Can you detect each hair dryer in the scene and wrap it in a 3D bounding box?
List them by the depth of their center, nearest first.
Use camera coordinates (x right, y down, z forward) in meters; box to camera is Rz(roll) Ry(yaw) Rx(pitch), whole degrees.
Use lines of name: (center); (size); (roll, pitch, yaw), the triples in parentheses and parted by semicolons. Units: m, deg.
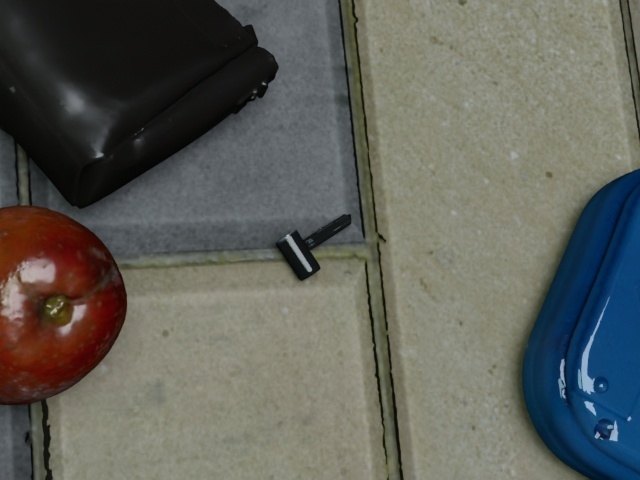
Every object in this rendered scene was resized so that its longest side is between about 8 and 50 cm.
hair dryer: (0.000, 0.000, 1.142); (0.083, 0.026, 0.047); (-34, 92, -28)

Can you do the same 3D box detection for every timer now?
timer: (0.379, 0.105, 1.186); (0.309, 0.115, 0.340); (31, 71, -12)

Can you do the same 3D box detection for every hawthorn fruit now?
hawthorn fruit: (-0.243, 0.051, 0.976); (0.172, 0.173, 0.173); (4, 77, -16)

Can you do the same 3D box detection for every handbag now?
handbag: (-0.203, -0.200, 1.075); (0.257, 0.113, 0.285); (-34, 82, -26)
